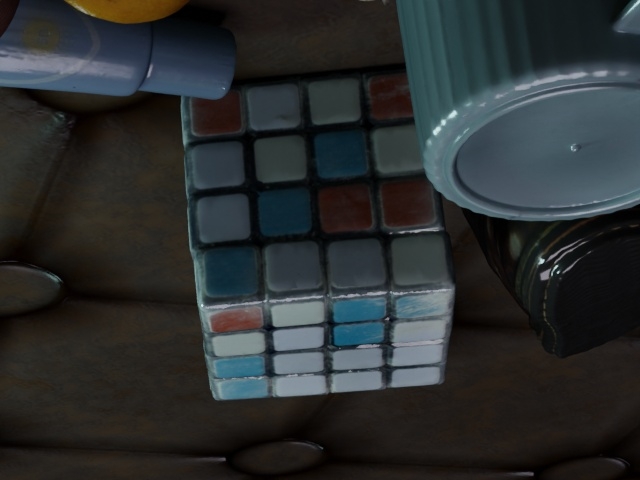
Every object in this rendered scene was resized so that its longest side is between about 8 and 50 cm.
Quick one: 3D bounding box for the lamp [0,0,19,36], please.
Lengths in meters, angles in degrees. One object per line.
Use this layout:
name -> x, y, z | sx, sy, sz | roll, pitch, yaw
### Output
lamp -> -0.328, -0.237, 1.598 | 0.180, 0.180, 0.258 | -8, 155, 7

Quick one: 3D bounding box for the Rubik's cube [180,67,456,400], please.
Rubik's cube -> 0.000, -0.001, 2.025 | 0.259, 0.253, 0.256 | -4, 154, 1

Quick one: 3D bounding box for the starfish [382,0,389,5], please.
starfish -> -0.127, -0.298, 1.478 | 0.384, 0.132, 0.398 | -22, 142, -20

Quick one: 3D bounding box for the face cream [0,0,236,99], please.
face cream -> -0.263, -0.186, 1.789 | 0.385, 0.135, 0.086 | 7, -170, -25

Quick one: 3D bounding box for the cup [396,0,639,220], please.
cup -> 0.212, -0.212, 1.574 | 0.331, 0.311, 0.257 | -24, 148, 33

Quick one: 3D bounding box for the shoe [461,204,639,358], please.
shoe -> 0.244, -0.029, 2.029 | 0.171, 0.237, 0.384 | -26, 163, 2

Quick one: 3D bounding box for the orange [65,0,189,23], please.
orange -> -0.162, -0.254, 1.642 | 0.156, 0.124, 0.156 | 6, 151, 4
